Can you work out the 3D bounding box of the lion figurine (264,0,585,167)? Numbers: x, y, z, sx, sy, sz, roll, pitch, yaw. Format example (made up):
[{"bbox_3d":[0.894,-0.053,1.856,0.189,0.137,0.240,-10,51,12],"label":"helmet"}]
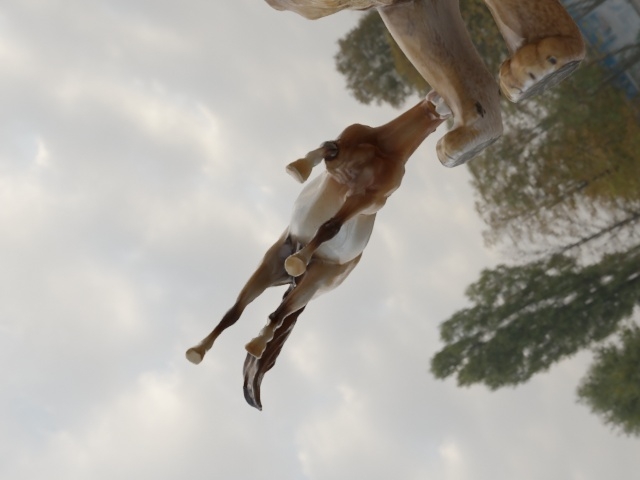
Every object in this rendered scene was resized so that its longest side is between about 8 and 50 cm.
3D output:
[{"bbox_3d":[0.105,-0.194,0.356,0.240,0.392,0.142,63,167,9],"label":"lion figurine"}]

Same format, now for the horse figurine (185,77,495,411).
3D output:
[{"bbox_3d":[0.000,0.000,0.521,0.066,0.263,0.174,36,-141,9],"label":"horse figurine"}]
